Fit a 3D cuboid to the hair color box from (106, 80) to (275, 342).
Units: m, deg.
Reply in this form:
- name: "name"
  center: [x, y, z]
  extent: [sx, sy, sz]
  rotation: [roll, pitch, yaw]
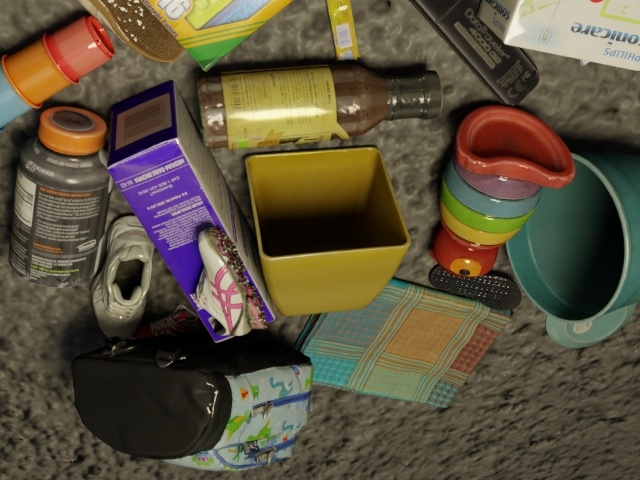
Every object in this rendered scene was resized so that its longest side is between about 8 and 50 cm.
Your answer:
- name: "hair color box"
  center: [-0.183, -0.036, 1.138]
  extent: [0.110, 0.185, 0.338]
  rotation: [-23, 126, 4]

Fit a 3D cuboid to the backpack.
- name: "backpack"
  center: [-0.166, 0.254, 1.265]
  extent: [0.290, 0.356, 0.273]
  rotation: [-1, 99, 31]

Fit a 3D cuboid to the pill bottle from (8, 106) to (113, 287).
- name: "pill bottle"
  center: [-0.364, -0.064, 1.111]
  extent: [0.131, 0.130, 0.245]
  rotation: [9, 123, -18]

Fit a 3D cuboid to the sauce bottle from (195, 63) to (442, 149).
- name: "sauce bottle"
  center: [0.000, -0.194, 1.111]
  extent: [0.345, 0.111, 0.111]
  rotation: [-5, 126, -7]

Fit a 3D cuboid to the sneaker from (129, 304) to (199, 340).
- name: "sneaker"
  center: [-0.264, 0.144, 1.336]
  extent: [0.119, 0.042, 0.067]
  rotation: [0, 129, -22]

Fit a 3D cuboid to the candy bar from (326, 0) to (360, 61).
- name: "candy bar"
  center: [0.026, -0.319, 1.085]
  extent: [0.040, 0.018, 0.161]
  rotation: [-13, 127, 1]

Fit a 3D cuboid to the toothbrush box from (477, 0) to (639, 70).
- name: "toothbrush box"
  center: [0.354, -0.384, 0.998]
  extent: [0.206, 0.122, 0.283]
  rotation: [8, 122, -14]

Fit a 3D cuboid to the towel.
- name: "towel"
  center: [0.144, 0.194, 1.465]
  extent: [0.370, 0.040, 0.271]
  rotation: [15, 121, -22]

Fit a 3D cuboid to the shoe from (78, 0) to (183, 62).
- name: "shoe"
  center: [-0.264, -0.314, 1.008]
  extent: [0.076, 0.058, 0.219]
  rotation: [-51, 126, -1]

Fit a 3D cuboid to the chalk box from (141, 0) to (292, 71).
- name: "chalk box"
  center: [-0.090, -0.379, 0.919]
  extent: [0.289, 0.180, 0.179]
  rotation: [-37, 125, 12]

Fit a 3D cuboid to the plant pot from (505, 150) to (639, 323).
- name: "plant pot"
  center: [0.483, -0.023, 1.262]
  extent: [0.255, 0.271, 0.271]
  rotation: [-9, 128, -24]

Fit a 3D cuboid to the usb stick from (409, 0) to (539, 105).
- name: "usb stick"
  center: [0.219, -0.301, 1.125]
  extent: [0.077, 0.045, 0.278]
  rotation: [-45, 122, 11]

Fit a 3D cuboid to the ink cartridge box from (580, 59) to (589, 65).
- name: "ink cartridge box"
  center: [0.430, -0.386, 1.110]
  extent: [0.208, 0.045, 0.206]
  rotation: [-28, 125, 8]

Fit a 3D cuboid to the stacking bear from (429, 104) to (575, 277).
- name: "stacking bear"
  center: [0.259, -0.053, 1.244]
  extent: [0.176, 0.164, 0.289]
  rotation: [10, 134, -3]

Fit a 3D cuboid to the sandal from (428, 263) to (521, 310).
- name: "sandal"
  center: [0.282, 0.076, 1.417]
  extent: [0.179, 0.040, 0.067]
  rotation: [18, 115, -7]

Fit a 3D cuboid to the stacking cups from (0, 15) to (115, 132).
- name: "stacking cups"
  center: [-0.424, -0.197, 1.029]
  extent: [0.316, 0.096, 0.096]
  rotation: [-30, 126, 8]

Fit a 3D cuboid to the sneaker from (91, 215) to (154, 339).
- name: "sneaker"
  center: [-0.314, 0.080, 1.233]
  extent: [0.090, 0.115, 0.232]
  rotation: [5, 124, -16]

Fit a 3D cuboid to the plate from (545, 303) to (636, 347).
- name: "plate"
  center: [0.533, 0.145, 1.526]
  extent: [0.188, 0.024, 0.188]
  rotation: [-7, 126, -9]

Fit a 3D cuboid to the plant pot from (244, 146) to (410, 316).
- name: "plant pot"
  center: [0.000, 0.000, 1.205]
  extent: [0.212, 0.212, 0.187]
  rotation: [-5, 139, -9]

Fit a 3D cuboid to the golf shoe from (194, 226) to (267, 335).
- name: "golf shoe"
  center: [-0.136, 0.064, 1.061]
  extent: [0.086, 0.067, 0.186]
  rotation: [-18, 127, 2]
